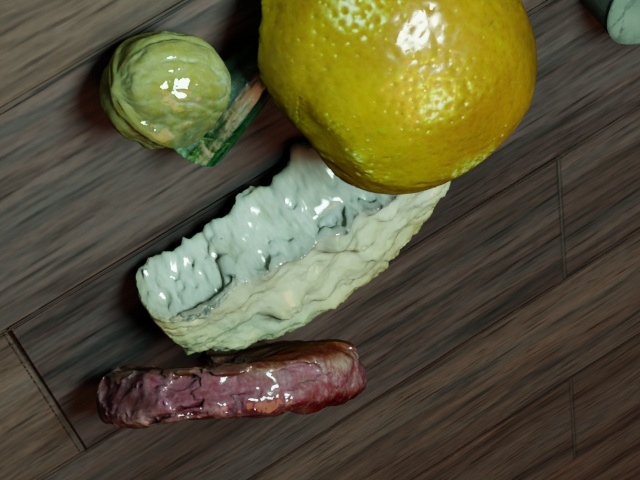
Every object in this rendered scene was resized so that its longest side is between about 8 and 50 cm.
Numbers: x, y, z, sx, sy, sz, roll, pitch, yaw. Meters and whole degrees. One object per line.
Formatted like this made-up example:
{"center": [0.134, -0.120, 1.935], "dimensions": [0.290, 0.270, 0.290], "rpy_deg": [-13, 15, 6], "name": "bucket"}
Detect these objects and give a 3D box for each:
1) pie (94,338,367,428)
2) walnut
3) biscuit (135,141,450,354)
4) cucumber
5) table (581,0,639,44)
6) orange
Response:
{"center": [-0.068, 0.115, 1.623], "dimensions": [0.204, 0.054, 0.218], "rpy_deg": [-6, 180, 36], "name": "pie"}
{"center": [-0.103, -0.100, 1.320], "dimensions": [0.092, 0.092, 0.092], "rpy_deg": [-27, 151, -16], "name": "walnut"}
{"center": [0.000, 0.000, 1.586], "dimensions": [0.281, 0.084, 0.179], "rpy_deg": [-37, 153, 0], "name": "biscuit"}
{"center": [-0.061, -0.101, 1.397], "dimensions": [0.105, 0.048, 0.048], "rpy_deg": [-48, 150, 21], "name": "cucumber"}
{"center": [0.273, -0.220, 1.596], "dimensions": [0.133, 0.043, 0.133], "rpy_deg": [-27, 151, -16], "name": "table"}
{"center": [0.060, -0.122, 1.378], "dimensions": [0.179, 0.158, 0.237], "rpy_deg": [-44, 151, -7], "name": "orange"}
